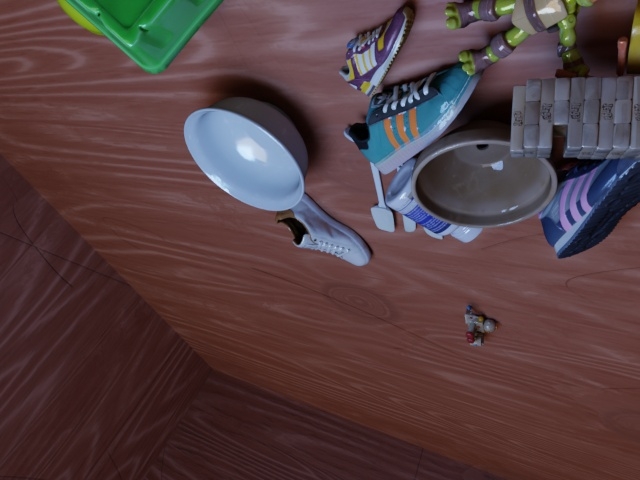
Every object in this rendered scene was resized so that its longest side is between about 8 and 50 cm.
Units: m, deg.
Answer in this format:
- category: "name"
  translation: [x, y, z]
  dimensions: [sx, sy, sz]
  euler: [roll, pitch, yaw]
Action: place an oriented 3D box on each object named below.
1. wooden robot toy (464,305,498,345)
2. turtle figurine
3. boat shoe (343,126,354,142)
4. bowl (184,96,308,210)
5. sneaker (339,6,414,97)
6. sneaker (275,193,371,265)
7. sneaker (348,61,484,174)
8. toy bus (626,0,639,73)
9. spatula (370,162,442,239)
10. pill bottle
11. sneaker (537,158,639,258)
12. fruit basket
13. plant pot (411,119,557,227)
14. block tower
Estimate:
- category: "wooden robot toy"
  translation: [0.436, 0.241, 1.409]
  dimensions: [0.079, 0.076, 0.173]
  euler: [0, 140, 26]
- category: "turtle figurine"
  translation: [0.275, -0.315, 0.690]
  dimensions: [0.217, 0.087, 0.269]
  euler: [-2, 130, 51]
- category: "boat shoe"
  translation: [0.092, -0.200, 1.082]
  dimensions: [0.100, 0.035, 0.035]
  euler: [23, 147, 1]
- category: "bowl"
  translation: [-0.141, -0.213, 1.170]
  dimensions: [0.298, 0.134, 0.297]
  euler: [22, 149, 14]
- category: "sneaker"
  translation: [0.086, -0.319, 0.871]
  dimensions: [0.084, 0.069, 0.185]
  euler: [31, 149, -1]
- category: "sneaker"
  translation: [0.000, 0.000, 1.380]
  dimensions: [0.290, 0.123, 0.106]
  euler: [37, 148, -13]
- category: "sneaker"
  translation: [0.149, -0.225, 0.918]
  dimensions: [0.121, 0.108, 0.302]
  euler: [37, 148, -9]
- category: "toy bus"
  translation: [0.465, -0.244, 0.607]
  dimensions: [0.191, 0.104, 0.202]
  euler: [35, 151, -7]
- category: "spatula"
  translation: [0.185, -0.092, 1.176]
  dimensions: [0.168, 0.019, 0.242]
  euler: [14, 147, 28]
- category: "pill bottle"
  translation: [0.236, -0.075, 1.054]
  dimensions: [0.187, 0.111, 0.112]
  euler: [29, 151, -13]
- category: "sneaker"
  translation: [0.435, -0.095, 0.837]
  dimensions: [0.112, 0.131, 0.319]
  euler: [-12, 151, -14]
- category: "fruit basket"
  translation: [-0.364, -0.486, 0.911]
  dimensions: [0.392, 0.283, 0.392]
  euler: [43, -169, -11]
- category: "plant pot"
  translation: [0.280, -0.129, 0.913]
  dimensions: [0.238, 0.109, 0.237]
  euler: [8, 148, 5]
- category: "block tower"
  translation: [0.414, -0.148, 0.645]
  dimensions: [0.336, 0.097, 0.091]
  euler: [3, -179, 22]
